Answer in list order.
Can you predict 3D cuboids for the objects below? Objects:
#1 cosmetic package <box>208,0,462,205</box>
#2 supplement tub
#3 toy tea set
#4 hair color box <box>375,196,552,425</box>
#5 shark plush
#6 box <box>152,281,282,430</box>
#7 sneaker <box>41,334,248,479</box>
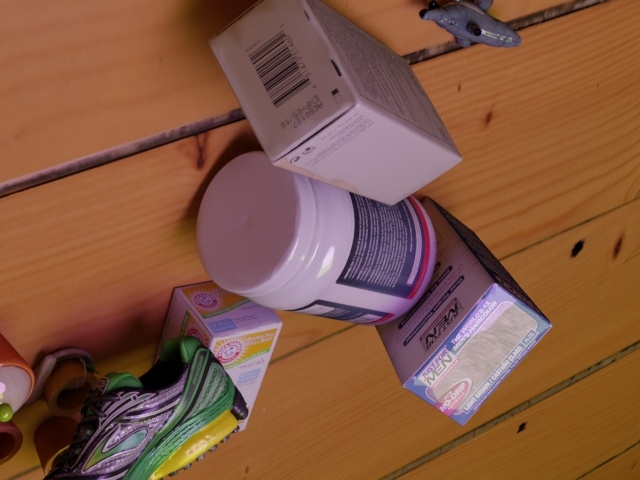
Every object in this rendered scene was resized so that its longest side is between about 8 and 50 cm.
[{"bbox_3d":[0.028,-0.147,1.150,0.113,0.160,0.309,-33,160,18],"label":"cosmetic package"},{"bbox_3d":[0.000,0.000,1.315,0.272,0.191,0.191,15,115,-50],"label":"supplement tub"},{"bbox_3d":[-0.355,0.221,1.264,0.200,0.124,0.336,-50,143,10],"label":"toy tea set"},{"bbox_3d":[0.165,0.082,1.428,0.105,0.347,0.174,36,101,-18],"label":"hair color box"},{"bbox_3d":[0.184,-0.275,1.313,0.161,0.067,0.073,17,114,-50],"label":"shark plush"},{"bbox_3d":[-0.146,0.161,1.417,0.114,0.103,0.203,-9,132,-38],"label":"box"},{"bbox_3d":[-0.254,0.237,1.240,0.343,0.134,0.146,-38,112,-29],"label":"sneaker"}]
